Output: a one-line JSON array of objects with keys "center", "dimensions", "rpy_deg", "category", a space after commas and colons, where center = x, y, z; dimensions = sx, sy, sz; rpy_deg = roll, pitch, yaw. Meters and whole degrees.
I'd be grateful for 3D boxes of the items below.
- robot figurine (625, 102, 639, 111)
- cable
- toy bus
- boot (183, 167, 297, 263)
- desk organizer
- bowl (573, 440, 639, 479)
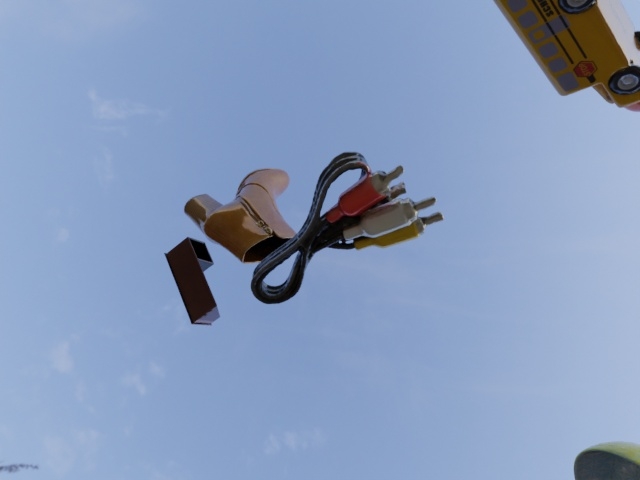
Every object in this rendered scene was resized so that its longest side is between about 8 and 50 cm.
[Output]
[{"center": [0.738, -0.339, 0.869], "dimensions": [0.219, 0.158, 0.128], "rpy_deg": [3, -80, 26], "category": "robot figurine"}, {"center": [0.000, 0.000, 0.514], "dimensions": [0.287, 0.072, 0.139], "rpy_deg": [-34, -53, 21], "category": "cable"}, {"center": [0.423, -0.361, 0.692], "dimensions": [0.332, 0.130, 0.108], "rpy_deg": [37, -117, -25], "category": "toy bus"}, {"center": [-0.110, -0.050, 0.867], "dimensions": [0.211, 0.295, 0.104], "rpy_deg": [34, -50, 26], "category": "boot"}, {"center": [-0.189, 0.062, 0.643], "dimensions": [0.050, 0.047, 0.130], "rpy_deg": [-36, -114, 12], "category": "desk organizer"}, {"center": [0.746, 0.566, 0.913], "dimensions": [0.156, 0.289, 0.290], "rpy_deg": [-19, -83, -21], "category": "bowl"}]
